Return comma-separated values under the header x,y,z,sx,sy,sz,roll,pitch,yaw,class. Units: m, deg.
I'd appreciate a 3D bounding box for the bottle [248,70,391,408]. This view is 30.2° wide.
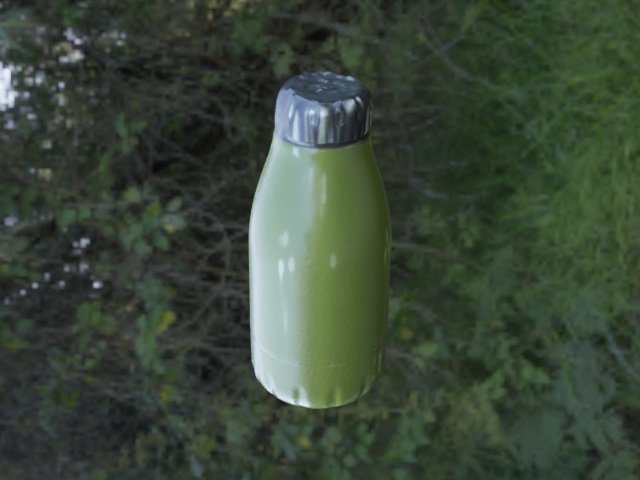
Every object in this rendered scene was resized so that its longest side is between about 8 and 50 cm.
x,y,z,sx,sy,sz,roll,pitch,yaw,class
0.000,0.000,0.919,0.112,0.112,0.260,-82,-6,-59,bottle
